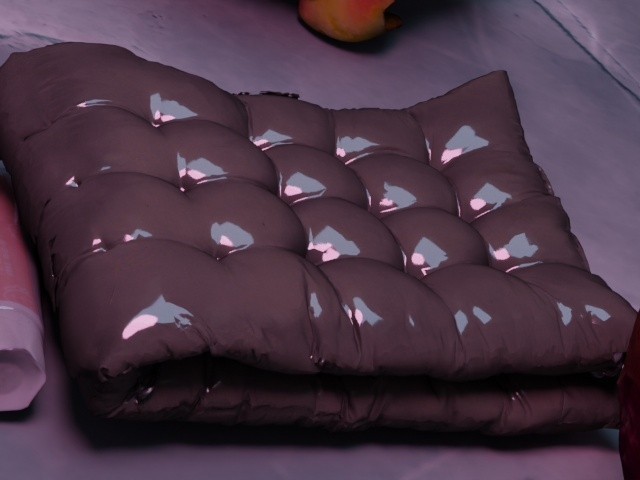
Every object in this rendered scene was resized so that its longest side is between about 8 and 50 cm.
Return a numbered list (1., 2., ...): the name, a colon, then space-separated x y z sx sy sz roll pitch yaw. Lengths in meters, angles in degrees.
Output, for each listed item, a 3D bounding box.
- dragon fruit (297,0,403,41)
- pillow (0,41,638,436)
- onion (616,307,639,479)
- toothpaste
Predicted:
1. dragon fruit: 0.026 -0.274 1.278 0.306 0.225 0.305 -7 48 8
2. pillow: 0.000 0.000 0.976 0.326 0.101 0.228 2 40 -28
3. onion: 0.254 0.102 0.778 0.385 0.347 0.348 -10 45 -44
4. toothpaste: -0.166 0.011 0.926 0.067 0.043 0.194 12 29 -21
